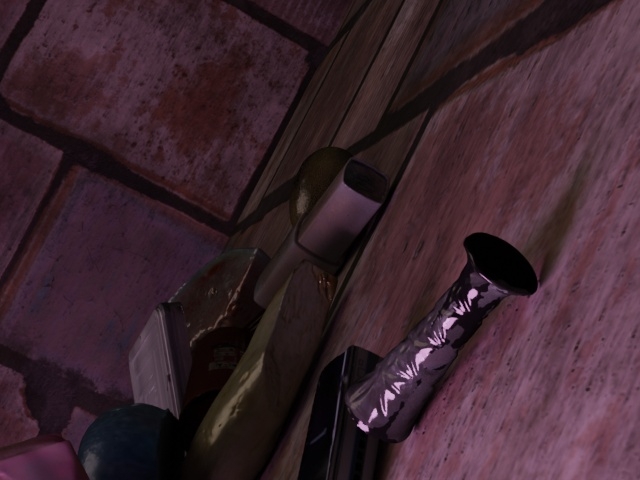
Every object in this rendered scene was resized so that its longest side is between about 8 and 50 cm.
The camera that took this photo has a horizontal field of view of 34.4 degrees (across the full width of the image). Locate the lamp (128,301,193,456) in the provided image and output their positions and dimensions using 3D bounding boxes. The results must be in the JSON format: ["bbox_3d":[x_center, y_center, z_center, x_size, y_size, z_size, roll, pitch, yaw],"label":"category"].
[{"bbox_3d":[-0.232,0.256,1.564,0.266,0.047,0.269,129,132,-60],"label":"lamp"}]

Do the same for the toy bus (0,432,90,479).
[{"bbox_3d":[-0.293,0.301,0.987,0.147,0.127,0.302,-23,-22,-28],"label":"toy bus"}]

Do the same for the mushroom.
[{"bbox_3d":[-0.072,0.179,1.171,0.333,0.087,0.107,-62,18,-3],"label":"mushroom"}]

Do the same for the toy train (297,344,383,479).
[{"bbox_3d":[0.011,0.196,0.777,0.055,0.048,0.252,-46,23,44],"label":"toy train"}]

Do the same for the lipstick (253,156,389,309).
[{"bbox_3d":[0.000,0.000,1.335,0.253,0.077,0.079,-55,11,42],"label":"lipstick"}]

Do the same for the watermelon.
[{"bbox_3d":[-0.163,0.165,1.738,0.318,0.148,0.226,-46,30,12],"label":"watermelon"}]

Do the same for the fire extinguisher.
[{"bbox_3d":[-0.109,0.173,1.391,0.147,0.106,0.337,-36,13,7],"label":"fire extinguisher"}]

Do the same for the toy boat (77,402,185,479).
[{"bbox_3d":[-0.228,0.300,1.205,0.330,0.123,0.215,93,176,-75],"label":"toy boat"}]

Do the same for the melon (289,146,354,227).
[{"bbox_3d":[0.005,-0.062,1.444,0.099,0.099,0.162,-51,15,50],"label":"melon"}]

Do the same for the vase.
[{"bbox_3d":[0.081,0.069,0.716,0.167,0.059,0.059,-56,10,35],"label":"vase"}]
